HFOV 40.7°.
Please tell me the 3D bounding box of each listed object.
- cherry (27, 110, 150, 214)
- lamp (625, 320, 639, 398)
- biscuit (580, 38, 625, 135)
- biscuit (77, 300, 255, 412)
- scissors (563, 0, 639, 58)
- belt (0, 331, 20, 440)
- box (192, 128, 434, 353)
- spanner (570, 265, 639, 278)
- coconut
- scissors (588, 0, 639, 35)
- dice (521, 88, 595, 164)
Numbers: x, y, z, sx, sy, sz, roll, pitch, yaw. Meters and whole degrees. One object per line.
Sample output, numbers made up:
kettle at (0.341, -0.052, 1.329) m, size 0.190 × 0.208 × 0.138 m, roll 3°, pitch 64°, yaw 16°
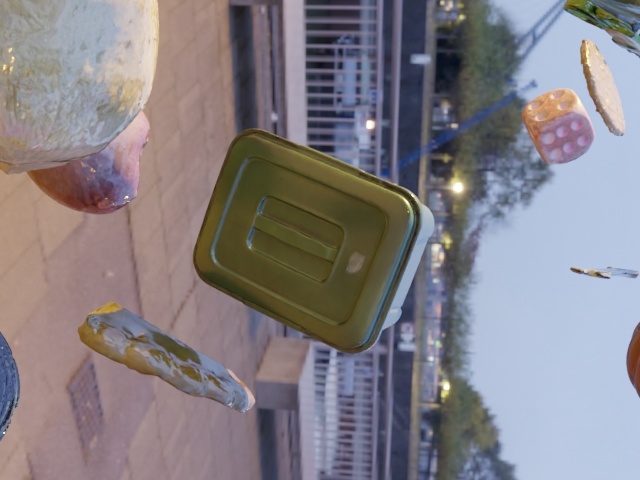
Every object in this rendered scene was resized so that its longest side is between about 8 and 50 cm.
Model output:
cherry at (-0.436, -0.169, 1.580) m, size 0.206 × 0.239 × 0.239 m, roll -157°, pitch -113°, yaw -68°
lamp at (0.719, 0.234, 1.581) m, size 0.303 × 0.303 × 0.257 m, roll -75°, pitch 170°, yaw -58°
biscuit at (0.323, -0.175, 0.987) m, size 0.120 × 0.015 × 0.120 m, roll 35°, pitch 45°, yaw -44°
biscuit at (-0.264, 0.181, 1.401) m, size 0.335 × 0.329 × 0.078 m, roll 12°, pitch -108°, yaw 60°
scissors at (0.395, -0.258, 1.101) m, size 0.204 × 0.101 × 0.027 m, roll 17°, pitch 105°, yaw -41°
belt at (-0.366, 0.116, 0.775) m, size 0.198 × 0.078 × 0.151 m, roll 51°, pitch 49°, yaw -37°
box at (0.000, 0.000, 1.304) m, size 0.178 × 0.329 × 0.252 m, roll 5°, pitch 109°, yaw -64°
spanner at (0.527, 0.059, 1.593) m, size 0.302 × 0.071 × 0.017 m, roll 3°, pitch 97°, yaw -60°
coconut at (-0.414, -0.268, 1.203) m, size 0.404 × 0.405 × 0.404 m, roll 3°, pitch 90°, yaw -82°
scissors at (0.195, -0.218, 0.691) m, size 0.180 × 0.393 × 0.032 m, roll -4°, pitch 123°, yaw -64°
dice at (0.392, -0.187, 1.424) m, size 0.094 × 0.093 × 0.091 m, roll 55°, pitch 15°, yaw -32°
